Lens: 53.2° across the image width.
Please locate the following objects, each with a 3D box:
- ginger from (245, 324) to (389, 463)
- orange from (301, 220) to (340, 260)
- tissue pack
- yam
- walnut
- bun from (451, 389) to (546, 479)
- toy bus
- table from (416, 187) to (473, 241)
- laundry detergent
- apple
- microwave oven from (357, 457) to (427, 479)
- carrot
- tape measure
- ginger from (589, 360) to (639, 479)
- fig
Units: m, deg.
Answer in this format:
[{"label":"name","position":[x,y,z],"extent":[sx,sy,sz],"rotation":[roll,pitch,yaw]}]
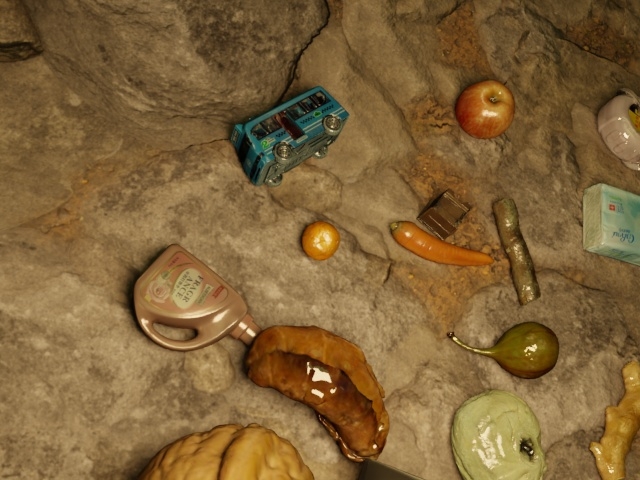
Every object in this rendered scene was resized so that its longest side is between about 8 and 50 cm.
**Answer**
[{"label":"ginger","position":[0.018,0.265,1.178],"extent":[0.321,0.165,0.172],"rotation":[41,88,-5]},{"label":"orange","position":[0.000,0.000,1.326],"extent":[0.083,0.070,0.083],"rotation":[2,81,-17]},{"label":"tissue pack","position":[0.793,-0.029,1.609],"extent":[0.263,0.089,0.177],"rotation":[15,68,-13]},{"label":"yam","position":[0.457,0.025,1.485],"extent":[0.061,0.061,0.253],"rotation":[-5,72,-21]},{"label":"walnut","position":[-0.148,0.436,0.967],"extent":[0.332,0.333,0.333],"rotation":[7,68,-17]},{"label":"bun","position":[0.362,0.405,1.275],"extent":[0.221,0.108,0.222],"rotation":[7,68,-16]},{"label":"toy bus","position":[-0.064,-0.224,1.365],"extent":[0.246,0.113,0.134],"rotation":[-34,79,-29]},{"label":"table","position":[0.282,-0.061,1.442],"extent":[0.083,0.082,0.070],"rotation":[40,62,-1]},{"label":"laundry detergent","position":[-0.236,0.137,1.188],"extent":[0.237,0.076,0.171],"rotation":[41,63,-3]},{"label":"apple","position":[0.404,-0.320,1.560],"extent":[0.146,0.131,0.147],"rotation":[4,73,-13]},{"label":"microwave oven","position":[0.278,0.559,1.032],"extent":[0.431,0.374,0.237],"rotation":[25,72,-13]},{"label":"carrot","position":[0.271,0.022,1.425],"extent":[0.271,0.062,0.066],"rotation":[23,20,-13]},{"label":"tape measure","position":[0.835,-0.301,1.711],"extent":[0.197,0.120,0.236],"rotation":[32,58,-12]},{"label":"ginger","position":[0.682,0.406,1.413],"extent":[0.118,0.065,0.299],"rotation":[34,60,11]},{"label":"fig","position":[0.388,0.228,1.363],"extent":[0.236,0.124,0.124],"rotation":[6,67,-2]}]
